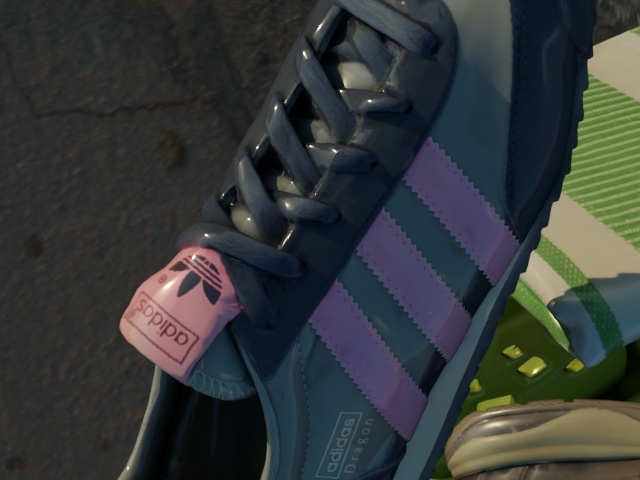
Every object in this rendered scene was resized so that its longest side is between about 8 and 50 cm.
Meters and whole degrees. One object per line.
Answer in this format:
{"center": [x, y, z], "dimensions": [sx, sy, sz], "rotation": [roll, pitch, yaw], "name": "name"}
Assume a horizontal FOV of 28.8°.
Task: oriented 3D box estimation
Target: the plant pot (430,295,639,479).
{"center": [0.112, 0.054, 0.934], "dimensions": [0.228, 0.227, 0.207], "rotation": [-34, 125, 17], "name": "plant pot"}

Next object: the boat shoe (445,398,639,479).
{"center": [0.246, 0.153, 0.691], "dimensions": [0.355, 0.132, 0.130], "rotation": [-7, 75, 24], "name": "boat shoe"}

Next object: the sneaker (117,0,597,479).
{"center": [0.000, 0.000, 0.454], "dimensions": [0.112, 0.131, 0.319], "rotation": [33, 117, 41], "name": "sneaker"}

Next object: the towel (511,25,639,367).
{"center": [0.213, -0.059, 0.639], "dimensions": [0.324, 0.248, 0.038], "rotation": [-21, 121, -12], "name": "towel"}
